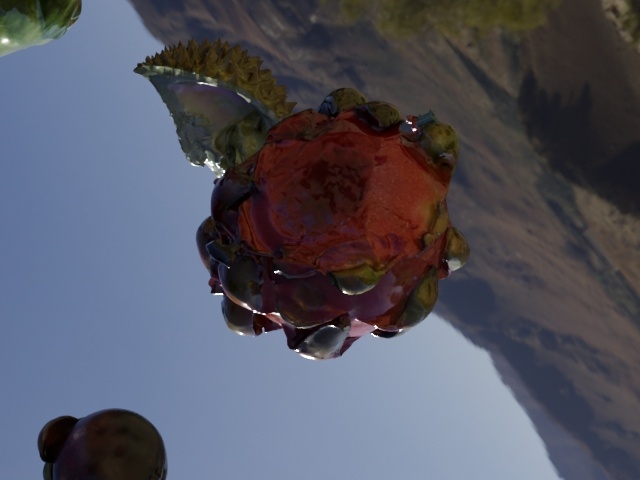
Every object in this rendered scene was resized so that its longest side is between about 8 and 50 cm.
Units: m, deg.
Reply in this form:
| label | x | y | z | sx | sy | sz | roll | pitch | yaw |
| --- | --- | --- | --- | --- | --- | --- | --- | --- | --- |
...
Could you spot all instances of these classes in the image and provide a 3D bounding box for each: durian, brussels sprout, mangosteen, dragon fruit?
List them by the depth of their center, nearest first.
| label | x | y | z | sx | sy | sz | roll | pitch | yaw |
| --- | --- | --- | --- | --- | --- | --- | --- | --- | --- |
| dragon fruit | -0.006 | -0.011 | 0.850 | 0.307 | 0.227 | 0.243 | 9 | 147 | 34 |
| brussels sprout | -0.413 | -0.339 | 1.155 | 0.219 | 0.210 | 0.271 | 62 | -172 | 13 |
| durian | -0.114 | -0.154 | 1.254 | 0.172 | 0.166 | 0.306 | 47 | 166 | 33 |
| mangosteen | -0.312 | 0.317 | 1.290 | 0.200 | 0.200 | 0.200 | 51 | -173 | -9 |

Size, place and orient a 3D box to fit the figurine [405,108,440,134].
| label | x | y | z | sx | sy | sz | roll | pitch | yaw |
| --- | --- | --- | --- | --- | --- | --- | --- | --- | --- |
| figurine | 0.199 | -0.177 | 1.704 | 0.068 | 0.075 | 0.140 | 50 | -148 | -46 |
